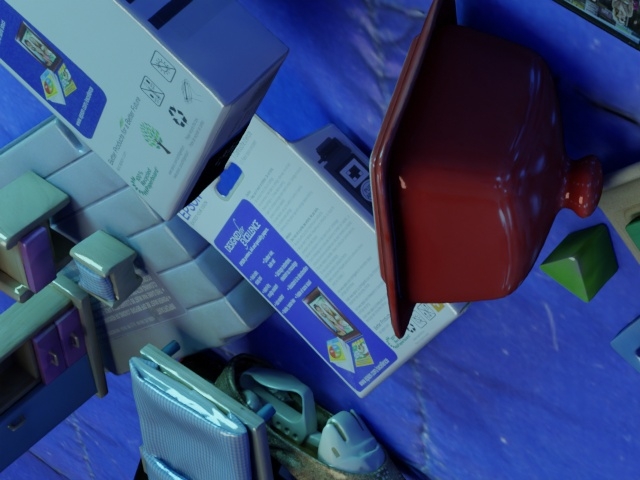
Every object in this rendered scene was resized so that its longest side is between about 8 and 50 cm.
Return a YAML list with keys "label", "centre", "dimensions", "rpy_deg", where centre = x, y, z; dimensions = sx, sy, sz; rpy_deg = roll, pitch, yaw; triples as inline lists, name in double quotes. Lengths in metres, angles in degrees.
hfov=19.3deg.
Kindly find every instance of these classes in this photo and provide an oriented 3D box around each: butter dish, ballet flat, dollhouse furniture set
- label: "butter dish"
  centre: [0.099, -0.038, 1.051]
  dimensions: [0.118, 0.160, 0.160]
  rpy_deg: [10, 142, 14]
- label: "ballet flat"
  centre: [-0.006, 0.157, 1.526]
  dimensions: [0.206, 0.073, 0.067]
  rpy_deg: [29, 129, 23]
- label: "dollhouse furniture set"
  centre: [-0.178, 0.161, 1.485]
  dimensions: [0.303, 0.198, 0.286]
  rpy_deg: [32, 147, 28]

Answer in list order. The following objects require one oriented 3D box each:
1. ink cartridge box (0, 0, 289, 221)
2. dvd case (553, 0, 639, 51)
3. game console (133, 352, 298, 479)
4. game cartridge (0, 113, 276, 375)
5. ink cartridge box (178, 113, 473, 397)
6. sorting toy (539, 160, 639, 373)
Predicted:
- label: "ink cartridge box"
  centre: [-0.174, -0.170, 1.115]
  dimensions: [0.333, 0.065, 0.165]
  rpy_deg: [42, 152, 3]
- label: "dvd case"
  centre: [0.108, -0.217, 0.895]
  dimensions: [0.180, 0.022, 0.253]
  rpy_deg: [34, 151, 20]
- label: "game console"
  centre: [-0.025, 0.326, 1.647]
  dimensions: [0.386, 0.060, 0.342]
  rpy_deg: [34, 119, 24]
- label: "game cartridge"
  centre: [-0.179, 0.003, 1.569]
  dimensions: [0.230, 0.068, 0.355]
  rpy_deg: [48, 153, -12]
- label: "ink cartridge box"
  centre: [0.000, 0.000, 1.319]
  dimensions: [0.208, 0.045, 0.206]
  rpy_deg: [44, 153, 2]
- label: "sorting toy"
  centre: [0.241, 0.031, 1.018]
  dimensions: [0.196, 0.047, 0.348]
  rpy_deg: [50, 153, -9]
